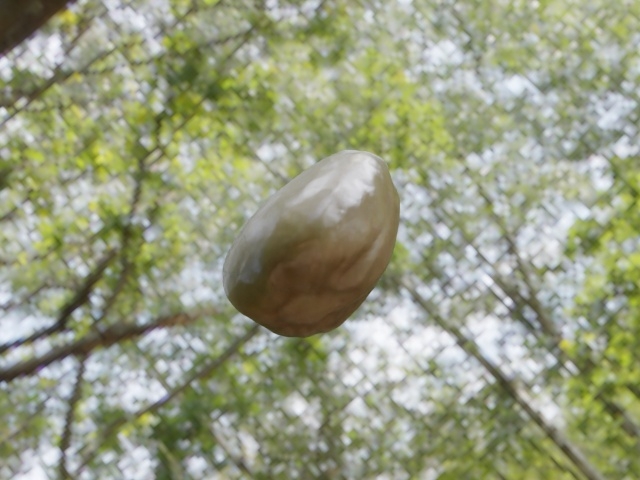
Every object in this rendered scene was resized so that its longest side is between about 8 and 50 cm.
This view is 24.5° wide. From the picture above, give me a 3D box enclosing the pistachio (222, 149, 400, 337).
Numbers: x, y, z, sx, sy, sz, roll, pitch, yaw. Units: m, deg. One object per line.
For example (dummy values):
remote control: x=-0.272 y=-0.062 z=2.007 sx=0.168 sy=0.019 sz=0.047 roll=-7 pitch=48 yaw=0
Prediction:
pistachio: x=0.000 y=0.000 z=1.167 sx=0.185 sy=0.126 sz=0.108 roll=-48 pitch=-39 yaw=-32
